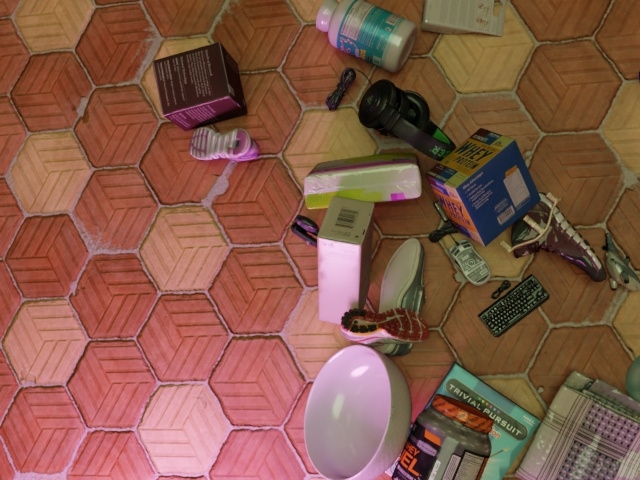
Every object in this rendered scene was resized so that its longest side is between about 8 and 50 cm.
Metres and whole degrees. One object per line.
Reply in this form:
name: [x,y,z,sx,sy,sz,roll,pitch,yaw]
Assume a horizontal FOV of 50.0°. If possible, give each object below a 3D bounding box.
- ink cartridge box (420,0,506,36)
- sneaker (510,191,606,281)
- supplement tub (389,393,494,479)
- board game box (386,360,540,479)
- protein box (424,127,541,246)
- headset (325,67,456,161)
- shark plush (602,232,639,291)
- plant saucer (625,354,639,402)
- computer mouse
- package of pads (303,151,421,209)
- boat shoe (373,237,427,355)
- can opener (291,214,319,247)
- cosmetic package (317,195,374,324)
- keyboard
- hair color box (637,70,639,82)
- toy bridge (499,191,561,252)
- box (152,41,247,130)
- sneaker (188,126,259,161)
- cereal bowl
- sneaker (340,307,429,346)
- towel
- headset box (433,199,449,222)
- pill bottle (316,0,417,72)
ink cartridge box: [0.401,-0.663,1.908,0.224,0.056,0.181,8,85,-8]
sneaker: [0.594,0.024,1.776,0.162,0.106,0.281,-37,69,10]
supplement tub: [0.285,0.543,1.640,0.193,0.193,0.316,23,88,11]
board game box: [0.361,0.525,1.767,0.253,0.079,0.336,33,91,11]
protein box: [0.411,-0.136,1.732,0.199,0.136,0.201,-39,121,-7]
headset: [0.179,-0.324,1.826,0.394,0.243,0.185,47,113,25]
shark plush: [0.771,0.061,1.773,0.067,0.073,0.161,-14,60,-11]
plant saucer: [0.871,0.366,1.716,0.194,0.037,0.195,-1,85,9]
computer mouse: [0.382,0.038,1.835,0.106,0.042,0.193,-31,74,1]
package of pads: [0.115,-0.162,1.805,0.296,0.229,0.101,-5,104,9]
boat shoe: [0.228,0.155,1.838,0.099,0.116,0.320,22,78,-31]
can opener: [0.000,0.000,1.897,0.186,0.073,0.059,36,83,2]
cosmetic package: [0.064,0.058,1.738,0.113,0.310,0.160,11,45,11]
keyboard: [0.502,0.162,1.809,0.180,0.023,0.108,-38,79,3]
hair color box: [0.871,-0.383,1.775,0.043,0.072,0.141,-15,81,8]
toy bridge: [0.543,-0.038,1.739,0.188,0.026,0.063,-48,69,8]
box: [-0.339,-0.431,1.943,0.203,0.168,0.167,-14,81,8]
sneaker: [-0.270,-0.265,1.957,0.236,0.104,0.095,7,86,33]
cereal bowl: [0.112,0.445,1.736,0.141,0.339,0.339,22,88,-32]
sneaker: [0.162,0.222,1.733,0.225,0.093,0.088,6,58,2]
towel: [0.695,0.525,1.709,0.312,0.056,0.324,28,94,11]
headset box: [0.357,-0.095,1.855,0.083,0.032,0.062,-31,80,7]
pill bottle: [0.123,-0.577,1.889,0.264,0.146,0.146,28,89,12]
